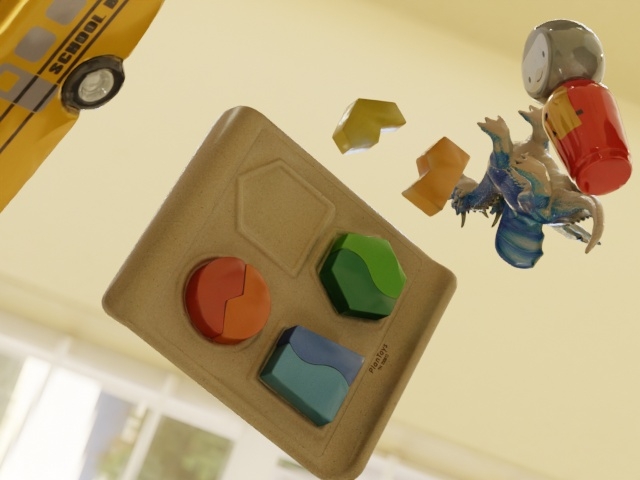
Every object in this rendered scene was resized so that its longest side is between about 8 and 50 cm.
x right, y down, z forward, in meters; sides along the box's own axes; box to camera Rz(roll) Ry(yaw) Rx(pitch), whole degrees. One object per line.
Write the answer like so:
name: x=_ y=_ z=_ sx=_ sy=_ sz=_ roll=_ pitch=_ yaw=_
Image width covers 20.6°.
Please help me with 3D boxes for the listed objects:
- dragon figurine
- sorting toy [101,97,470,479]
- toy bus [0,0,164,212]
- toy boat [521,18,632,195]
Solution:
dragon figurine: x=0.204 y=-0.028 z=1.623 sx=0.289 sy=0.085 sz=0.144 roll=-131 pitch=-151 yaw=-52
sorting toy: x=0.000 y=0.000 z=1.328 sx=0.041 sy=0.229 sz=0.307 roll=-34 pitch=-158 yaw=56
toy bus: x=-0.249 y=-0.106 z=1.256 sx=0.333 sy=0.108 sz=0.130 roll=-48 pitch=147 yaw=14
toy boat: x=0.290 y=-0.161 z=1.254 sx=0.318 sy=0.267 sz=0.148 roll=-29 pitch=-132 yaw=19
